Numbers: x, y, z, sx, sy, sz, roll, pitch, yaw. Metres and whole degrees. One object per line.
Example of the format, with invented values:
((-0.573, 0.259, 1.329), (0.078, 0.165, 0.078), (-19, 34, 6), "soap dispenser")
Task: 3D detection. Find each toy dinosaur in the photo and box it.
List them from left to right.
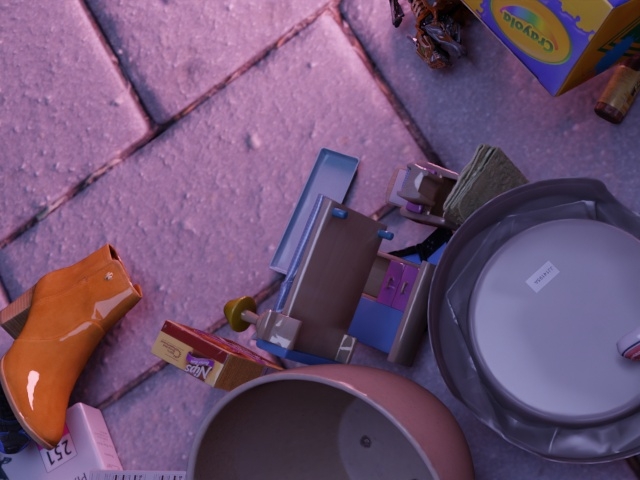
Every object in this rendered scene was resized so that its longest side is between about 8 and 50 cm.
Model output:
((0.180, -0.406, 1.725), (0.218, 0.164, 0.322), (-16, 87, 33), "toy dinosaur")

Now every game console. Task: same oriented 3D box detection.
((0.134, 0.053, 1.627), (0.107, 0.071, 0.122), (-48, 52, 53), "game console")

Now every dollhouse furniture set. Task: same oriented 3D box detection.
((0.000, 0.000, 1.538), (0.198, 0.303, 0.286), (19, 90, 36), "dollhouse furniture set")

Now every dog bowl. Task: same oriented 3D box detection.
((0.305, 0.101, 1.495), (0.348, 0.102, 0.349), (-3, 73, 8), "dog bowl")

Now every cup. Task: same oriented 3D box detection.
((0.048, 0.278, 1.423), (0.331, 0.237, 0.331), (7, 105, 28), "cup")

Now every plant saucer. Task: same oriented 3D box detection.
((-0.006, -0.036, 1.746), (0.067, 0.018, 0.192), (20, 82, 26), "plant saucer")

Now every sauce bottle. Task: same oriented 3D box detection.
((0.406, -0.216, 1.622), (0.042, 0.042, 0.128), (29, 88, 27), "sauce bottle")

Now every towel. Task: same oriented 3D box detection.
((0.221, -0.051, 1.589), (0.110, 0.148, 0.027), (-55, 42, -3), "towel")

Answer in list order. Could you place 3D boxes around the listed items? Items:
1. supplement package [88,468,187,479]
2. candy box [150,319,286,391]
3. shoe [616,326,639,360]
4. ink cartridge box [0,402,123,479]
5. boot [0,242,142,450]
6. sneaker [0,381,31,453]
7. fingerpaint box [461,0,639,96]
((-0.167, 0.377, 1.575), (0.203, 0.194, 0.149), (-3, 72, 18), "supplement package")
((-0.129, 0.161, 1.636), (0.109, 0.186, 0.053), (25, 87, 26), "candy box")
((0.428, 0.121, 1.380), (0.178, 0.063, 0.081), (-16, 66, 0), "shoe")
((-0.395, 0.401, 1.741), (0.275, 0.060, 0.239), (-32, 63, 10), "ink cartridge box")
((-0.344, 0.136, 1.749), (0.211, 0.104, 0.295), (-31, 44, 6), "boot")
((-0.466, 0.251, 1.788), (0.087, 0.083, 0.221), (-65, 30, 11), "sneaker")
((0.288, -0.438, 1.527), (0.371, 0.163, 0.445), (-28, 69, -33), "fingerpaint box")
